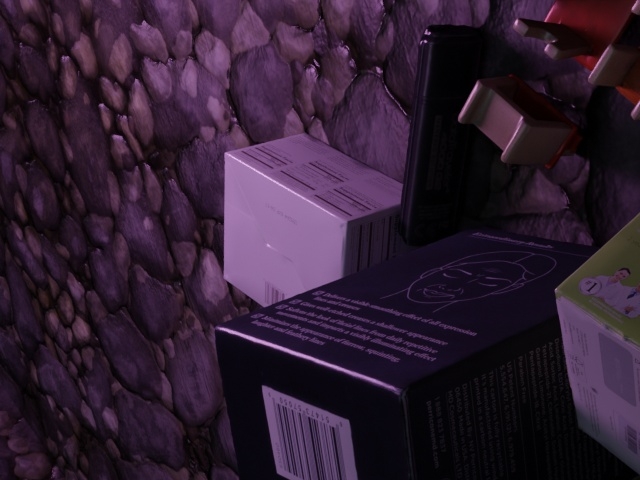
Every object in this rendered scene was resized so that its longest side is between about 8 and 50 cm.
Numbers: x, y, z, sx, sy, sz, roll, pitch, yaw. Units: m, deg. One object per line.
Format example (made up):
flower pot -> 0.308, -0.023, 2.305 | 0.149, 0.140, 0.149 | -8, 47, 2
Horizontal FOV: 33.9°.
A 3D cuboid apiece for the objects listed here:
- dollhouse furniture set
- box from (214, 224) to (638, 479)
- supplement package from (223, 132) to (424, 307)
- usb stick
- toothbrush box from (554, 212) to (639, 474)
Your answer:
dollhouse furniture set -> 0.255, -0.204, 1.040 | 0.262, 0.135, 0.259 | 48, 127, 29
box -> 0.142, 0.148, 1.083 | 0.293, 0.395, 0.212 | 12, 115, 52
supplement package -> 0.000, 0.000, 1.427 | 0.262, 0.145, 0.204 | 32, 129, 43
usb stick -> 0.140, -0.121, 1.246 | 0.045, 0.077, 0.278 | -123, 31, -55
toothbrush box -> 0.332, 0.039, 0.826 | 0.122, 0.283, 0.206 | 36, 159, 38
